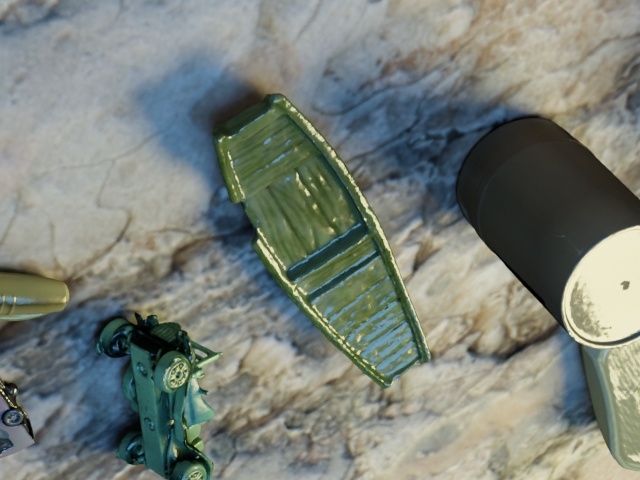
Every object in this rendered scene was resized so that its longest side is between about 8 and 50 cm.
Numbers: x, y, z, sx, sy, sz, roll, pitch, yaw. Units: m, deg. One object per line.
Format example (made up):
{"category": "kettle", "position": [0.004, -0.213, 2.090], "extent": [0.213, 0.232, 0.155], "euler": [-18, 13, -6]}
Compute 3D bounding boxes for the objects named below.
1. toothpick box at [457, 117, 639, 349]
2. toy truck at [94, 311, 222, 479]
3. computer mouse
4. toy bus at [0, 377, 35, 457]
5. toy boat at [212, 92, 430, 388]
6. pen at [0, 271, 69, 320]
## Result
{"category": "toothpick box", "position": [0.189, -0.009, 1.206], "extent": [0.111, 0.181, 0.111], "euler": [-11, 123, -17]}
{"category": "toy truck", "position": [-0.115, 0.124, 1.236], "extent": [0.078, 0.080, 0.154], "euler": [-34, 134, -35]}
{"category": "computer mouse", "position": [0.279, 0.122, 1.409], "extent": [0.089, 0.056, 0.182], "euler": [-25, 119, -9]}
{"category": "toy bus", "position": [-0.262, 0.110, 1.178], "extent": [0.052, 0.037, 0.131], "euler": [-28, 127, -2]}
{"category": "toy boat", "position": [0.000, 0.000, 1.209], "extent": [0.093, 0.055, 0.293], "euler": [-33, 127, -1]}
{"category": "pen", "position": [-0.294, 0.036, 1.122], "extent": [0.233, 0.032, 0.040], "euler": [4, 138, -24]}
